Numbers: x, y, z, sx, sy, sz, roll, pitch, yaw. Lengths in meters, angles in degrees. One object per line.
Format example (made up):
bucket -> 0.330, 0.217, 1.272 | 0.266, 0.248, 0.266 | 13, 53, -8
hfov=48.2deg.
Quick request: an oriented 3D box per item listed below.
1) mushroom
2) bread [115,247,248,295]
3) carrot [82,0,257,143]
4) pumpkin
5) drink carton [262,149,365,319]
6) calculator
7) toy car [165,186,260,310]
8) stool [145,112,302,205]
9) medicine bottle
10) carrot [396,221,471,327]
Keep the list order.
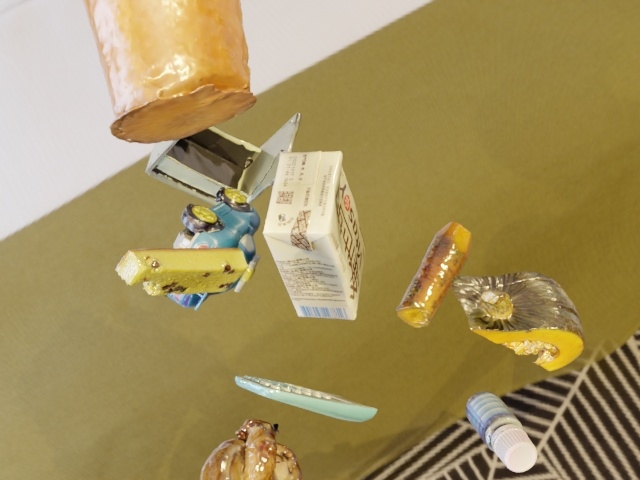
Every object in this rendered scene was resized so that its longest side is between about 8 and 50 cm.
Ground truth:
mushroom -> -0.167, 0.584, 1.750 | 0.263, 0.195, 0.283 | 22, 71, -18
bread -> -0.219, 0.049, 1.124 | 0.088, 0.226, 0.049 | -41, 65, 33
carrot -> -0.144, -0.241, 0.698 | 0.196, 0.196, 0.254 | -17, 80, 4
pumpkin -> 0.365, 0.125, 1.270 | 0.126, 0.248, 0.130 | -42, 36, 39
drink carton -> 0.000, 0.000, 1.387 | 0.132, 0.324, 0.194 | 0, 56, 13
calculator -> -0.052, 0.425, 1.944 | 0.256, 0.386, 0.054 | 1, 71, 58
toy car -> -0.204, 0.022, 1.462 | 0.166, 0.314, 0.198 | 34, 111, 4
stool -> -0.223, -0.219, 1.630 | 0.270, 0.244, 0.170 | -32, 40, 50
medicine bottle -> 0.361, 0.379, 1.426 | 0.084, 0.083, 0.203 | -28, 17, -3
carrot -> 0.318, 0.094, 1.972 | 0.114, 0.114, 0.301 | 25, 78, 25
